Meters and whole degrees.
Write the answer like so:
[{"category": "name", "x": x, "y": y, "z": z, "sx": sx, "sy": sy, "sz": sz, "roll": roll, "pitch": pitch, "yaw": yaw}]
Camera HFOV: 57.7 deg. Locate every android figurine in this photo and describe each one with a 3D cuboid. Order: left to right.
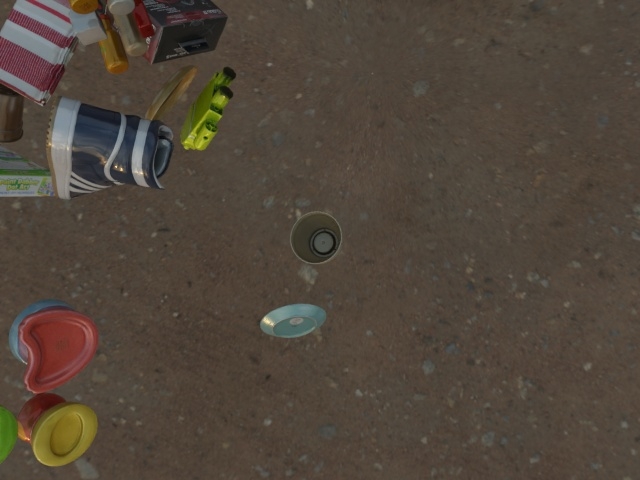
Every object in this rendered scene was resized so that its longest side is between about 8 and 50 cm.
[{"category": "android figurine", "x": -0.329, "y": -0.369, "z": 1.677, "sx": 0.056, "sy": 0.248, "sz": 0.273, "roll": 23, "pitch": 136, "yaw": -28}]

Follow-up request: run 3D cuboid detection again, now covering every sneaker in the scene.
[{"category": "sneaker", "x": -0.300, "y": -0.111, "z": 0.841, "sx": 0.153, "sy": 0.282, "sz": 0.099, "roll": 9, "pitch": 77, "yaw": -18}]

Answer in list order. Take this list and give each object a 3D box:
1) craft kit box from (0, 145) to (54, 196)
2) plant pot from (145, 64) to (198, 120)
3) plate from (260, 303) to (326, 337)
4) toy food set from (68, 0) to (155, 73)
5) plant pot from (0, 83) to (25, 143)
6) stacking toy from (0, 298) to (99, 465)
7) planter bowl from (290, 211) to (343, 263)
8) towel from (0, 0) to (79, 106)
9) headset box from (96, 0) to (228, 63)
[{"category": "craft kit box", "x": -0.759, "y": -0.164, "z": 1.293, "sx": 0.247, "sy": 0.250, "sz": 0.060, "roll": 22, "pitch": 103, "yaw": 23}, {"category": "plant pot", "x": -0.443, "y": -0.426, "z": 1.703, "sx": 0.032, "sy": 0.236, "sz": 0.236, "roll": 39, "pitch": 106, "yaw": -12}, {"category": "plate", "x": -0.074, "y": 0.233, "z": 1.621, "sx": 0.188, "sy": 0.024, "sz": 0.188, "roll": -7, "pitch": 145, "yaw": -5}, {"category": "toy food set", "x": -0.342, "y": -0.375, "z": 0.938, "sx": 0.111, "sy": 0.232, "sz": 0.104, "roll": -21, "pitch": 82, "yaw": -4}, {"category": "plant pot", "x": -0.994, "y": -0.415, "z": 1.792, "sx": 0.167, "sy": 0.167, "sz": 0.165, "roll": 30, "pitch": 122, "yaw": -4}, {"category": "stacking toy", "x": -0.554, "y": 0.259, "z": 1.043, "sx": 0.130, "sy": 0.280, "sz": 0.308, "roll": 17, "pitch": 102, "yaw": 40}, {"category": "planter bowl", "x": 0.000, "y": 0.000, "z": 1.803, "sx": 0.162, "sy": 0.109, "sz": 0.162, "roll": -3, "pitch": 79, "yaw": 15}, {"category": "towel", "x": -0.768, "y": -0.557, "z": 1.578, "sx": 0.237, "sy": 0.037, "sz": 0.329, "roll": 29, "pitch": 93, "yaw": 14}, {"category": "headset box", "x": -0.386, "y": -0.552, "z": 1.391, "sx": 0.293, "sy": 0.218, "sz": 0.110, "roll": 44, "pitch": 132, "yaw": 9}]
